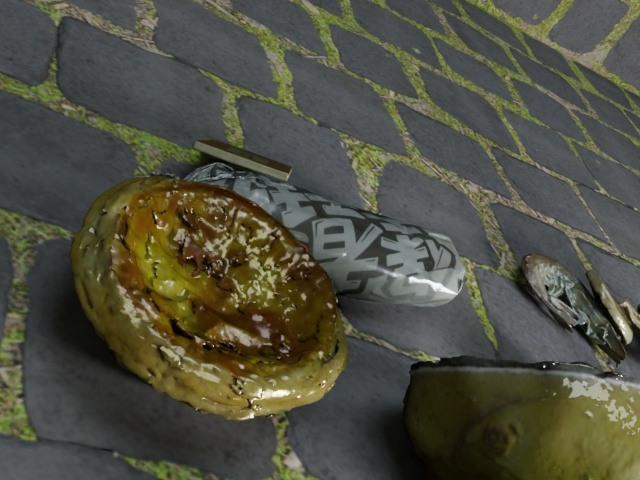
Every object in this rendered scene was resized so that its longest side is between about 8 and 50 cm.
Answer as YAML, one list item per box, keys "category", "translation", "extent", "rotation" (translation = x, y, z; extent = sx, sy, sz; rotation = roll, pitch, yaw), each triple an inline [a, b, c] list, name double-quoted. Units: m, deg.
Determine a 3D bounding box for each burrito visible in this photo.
- category: "burrito"
  translation: [0.000, 0.000, 1.055]
  extent: [0.445, 0.101, 0.139]
  rotation: [16, 33, -33]

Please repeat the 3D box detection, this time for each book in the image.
- category: "book"
  translation: [-0.093, -0.103, 1.103]
  extent: [0.118, 0.012, 0.172]
  rotation: [19, 7, -2]

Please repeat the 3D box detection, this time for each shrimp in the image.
- category: "shrimp"
  translation: [0.390, 0.105, 1.370]
  extent: [0.126, 0.047, 0.223]
  rotation: [-3, 48, -45]

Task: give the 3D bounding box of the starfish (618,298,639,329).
- category: "starfish"
  translation: [0.590, 0.191, 1.438]
  extent: [0.295, 0.048, 0.231]
  rotation: [47, 25, 3]

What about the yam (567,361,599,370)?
- category: "yam"
  translation: [0.317, 0.200, 1.130]
  extent: [0.070, 0.070, 0.146]
  rotation: [47, 30, 19]

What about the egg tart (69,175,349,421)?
- category: "egg tart"
  translation: [-0.108, 0.064, 0.835]
  extent: [0.290, 0.115, 0.290]
  rotation: [26, 33, -18]

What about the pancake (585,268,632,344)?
- category: "pancake"
  translation: [0.460, 0.107, 1.407]
  extent: [0.139, 0.022, 0.139]
  rotation: [59, 9, -16]

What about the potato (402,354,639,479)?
- category: "potato"
  translation: [0.224, 0.231, 0.865]
  extent: [0.300, 0.246, 0.196]
  rotation: [10, 71, 3]
